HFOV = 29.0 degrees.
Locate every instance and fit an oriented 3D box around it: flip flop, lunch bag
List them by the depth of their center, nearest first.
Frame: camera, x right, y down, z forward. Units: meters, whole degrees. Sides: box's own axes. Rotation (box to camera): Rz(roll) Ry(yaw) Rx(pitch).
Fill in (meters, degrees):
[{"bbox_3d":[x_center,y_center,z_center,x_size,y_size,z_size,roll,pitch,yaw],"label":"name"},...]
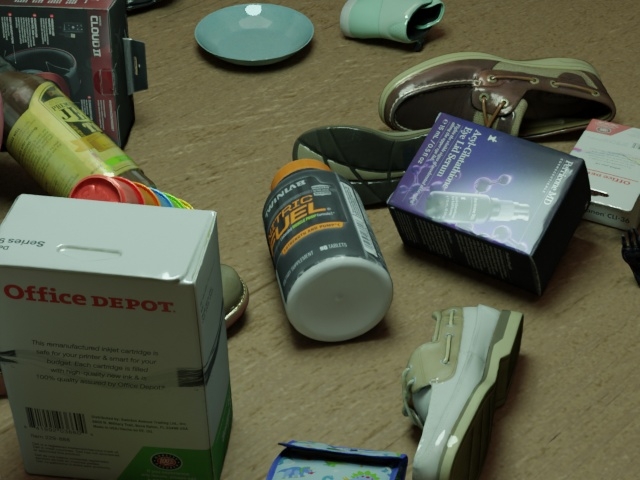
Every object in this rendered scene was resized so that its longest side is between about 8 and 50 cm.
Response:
[{"bbox_3d":[0.015,0.251,1.230,0.129,0.096,0.151,6,24,12],"label":"lunch bag"},{"bbox_3d":[0.100,-0.113,1.699,0.277,0.112,0.080,-6,12,-4],"label":"flip flop"}]

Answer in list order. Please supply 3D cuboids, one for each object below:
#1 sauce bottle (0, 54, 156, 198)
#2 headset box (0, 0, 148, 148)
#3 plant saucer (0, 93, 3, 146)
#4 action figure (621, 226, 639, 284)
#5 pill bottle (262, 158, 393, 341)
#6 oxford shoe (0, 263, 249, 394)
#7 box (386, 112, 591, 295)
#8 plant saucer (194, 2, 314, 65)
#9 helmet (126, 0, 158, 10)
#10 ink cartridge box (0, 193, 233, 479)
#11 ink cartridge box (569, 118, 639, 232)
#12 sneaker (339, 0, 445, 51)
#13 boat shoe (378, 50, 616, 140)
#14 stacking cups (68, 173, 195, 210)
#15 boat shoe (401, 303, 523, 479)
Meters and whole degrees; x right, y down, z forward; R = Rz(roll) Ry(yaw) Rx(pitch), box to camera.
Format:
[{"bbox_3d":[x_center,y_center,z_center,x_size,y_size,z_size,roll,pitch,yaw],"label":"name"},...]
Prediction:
[{"bbox_3d":[-0.363,-0.143,1.631,0.344,0.111,0.111,43,51,13],"label":"sauce bottle"},{"bbox_3d":[-0.394,-0.251,1.770,0.293,0.218,0.110,2,31,4],"label":"headset box"},{"bbox_3d":[-0.532,-0.150,1.613,0.332,0.332,0.084,25,9,29],"label":"plant saucer"},{"bbox_3d":[0.493,-0.053,1.579,0.164,0.141,0.275,19,45,26],"label":"action figure"},{"bbox_3d":[0.000,0.000,1.519,0.130,0.130,0.245,-7,37,-9],"label":"pill bottle"},{"bbox_3d":[-0.248,0.076,1.421,0.348,0.130,0.123,-16,40,-19],"label":"oxford shoe"},{"bbox_3d":[0.213,-0.047,1.555,0.207,0.108,0.153,20,68,26],"label":"box"},{"bbox_3d":[-0.107,-0.327,2.020,0.195,0.037,0.195,0,37,0],"label":"plant saucer"},{"bbox_3d":[-0.313,-0.482,2.123,0.161,0.169,0.169,-24,41,-5],"label":"helmet"},{"bbox_3d":[-0.204,0.106,1.251,0.211,0.289,0.121,5,38,6],"label":"ink cartridge box"},{"bbox_3d":[0.389,-0.081,1.672,0.115,0.067,0.198,17,39,22],"label":"ink cartridge box"},{"bbox_3d":[0.162,-0.406,2.073,0.151,0.094,0.256,18,51,31],"label":"sneaker"},{"bbox_3d":[0.258,-0.190,1.778,0.342,0.123,0.123,-2,36,-13],"label":"boat shoe"},{"bbox_3d":[-0.219,-0.028,1.430,0.096,0.096,0.316,7,-6,10],"label":"stacking cups"},{"bbox_3d":[0.137,0.169,1.325,0.103,0.113,0.302,11,28,16],"label":"boat shoe"}]
